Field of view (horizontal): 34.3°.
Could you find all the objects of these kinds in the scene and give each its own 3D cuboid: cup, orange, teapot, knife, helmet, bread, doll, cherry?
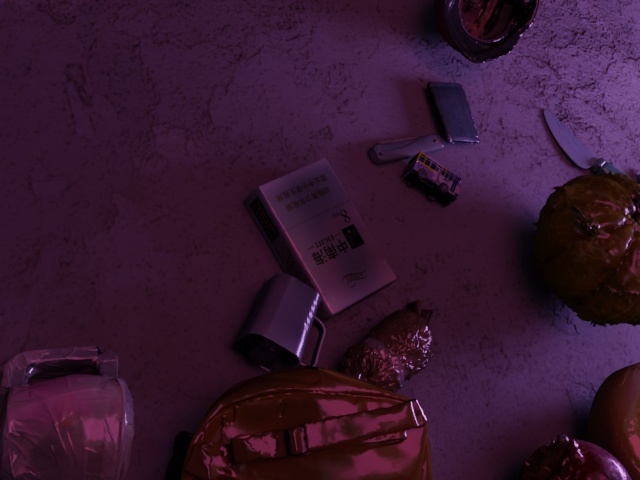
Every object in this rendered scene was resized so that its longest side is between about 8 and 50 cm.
[{"bbox_3d":[-0.052,0.138,1.604,0.128,0.095,0.129,32,56,-14],"label":"cup"},{"bbox_3d":[0.526,0.013,1.907,0.300,0.223,0.301,42,50,-1],"label":"orange"},{"bbox_3d":[-0.342,0.227,1.366,0.178,0.163,0.222,7,66,-19],"label":"teapot"},{"bbox_3d":[0.542,-0.166,2.111,0.260,0.034,0.063,40,62,0],"label":"knife"},{"bbox_3d":[0.307,-0.459,2.034,0.253,0.154,0.198,-40,111,-17],"label":"helmet"},{"bbox_3d":[0.544,0.323,1.830,0.156,0.158,0.261,36,56,2],"label":"bread"},{"bbox_3d":[0.126,0.176,1.686,0.105,0.115,0.221,48,48,10],"label":"doll"},{"bbox_3d":[0.429,0.440,1.687,0.249,0.175,0.192,39,50,-4],"label":"cherry"},{"bbox_3d":[0.156,-0.171,1.898,0.162,0.023,0.044,-14,71,-32],"label":"knife"}]

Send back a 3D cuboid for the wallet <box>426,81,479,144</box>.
[{"bbox_3d":[0.253,-0.242,1.981,0.088,0.026,0.129,-4,70,-35],"label":"wallet"}]

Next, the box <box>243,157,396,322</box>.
[{"bbox_3d":[0.000,0.000,1.711,0.155,0.067,0.243,-25,82,-33],"label":"box"}]

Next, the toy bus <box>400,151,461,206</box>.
[{"bbox_3d":[0.204,-0.111,1.882,0.102,0.052,0.058,31,58,-12],"label":"toy bus"}]

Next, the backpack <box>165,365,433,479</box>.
[{"bbox_3d":[-0.019,0.338,1.465,0.378,0.201,0.354,17,76,-13],"label":"backpack"}]
